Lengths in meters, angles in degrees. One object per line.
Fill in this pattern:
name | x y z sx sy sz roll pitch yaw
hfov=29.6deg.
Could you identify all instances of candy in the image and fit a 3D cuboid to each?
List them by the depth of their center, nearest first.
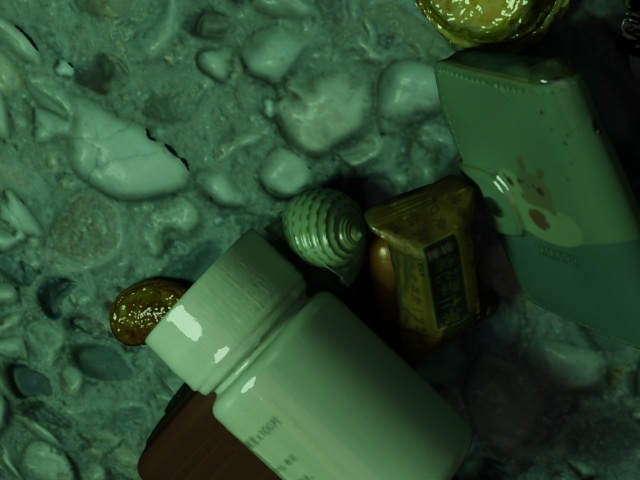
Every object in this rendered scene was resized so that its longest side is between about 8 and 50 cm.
candy | 0.139 0.039 1.427 0.143 0.101 0.271 -24 135 -7

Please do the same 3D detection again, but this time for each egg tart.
egg tart | 0.168 -0.273 1.250 0.191 0.074 0.191 12 126 18

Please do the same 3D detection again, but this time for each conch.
conch | 0.006 -0.003 1.484 0.135 0.102 0.153 66 165 -17

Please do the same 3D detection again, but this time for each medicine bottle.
medicine bottle | -0.014 0.178 1.461 0.371 0.211 0.211 43 129 1

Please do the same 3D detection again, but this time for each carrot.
carrot | 0.094 0.073 1.526 0.067 0.067 0.225 9 126 17

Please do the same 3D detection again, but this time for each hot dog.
hot dog | -0.219 0.105 1.681 0.147 0.065 0.099 -7 120 14

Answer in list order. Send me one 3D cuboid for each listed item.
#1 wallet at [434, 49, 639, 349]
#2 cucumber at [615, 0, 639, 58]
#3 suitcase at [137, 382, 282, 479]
wallet | 0.248 -0.045 1.304 0.252 0.083 0.360 19 143 58
cucumber | 0.445 -0.184 1.191 0.303 0.072 0.081 16 115 12
suitcase | -0.098 0.272 1.683 0.236 0.161 0.297 37 131 -5
